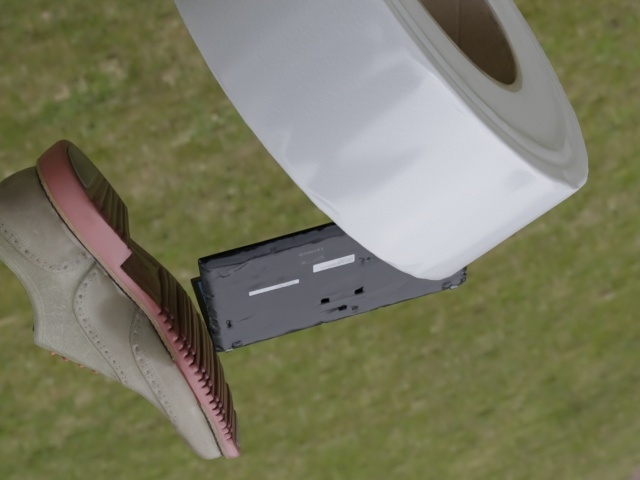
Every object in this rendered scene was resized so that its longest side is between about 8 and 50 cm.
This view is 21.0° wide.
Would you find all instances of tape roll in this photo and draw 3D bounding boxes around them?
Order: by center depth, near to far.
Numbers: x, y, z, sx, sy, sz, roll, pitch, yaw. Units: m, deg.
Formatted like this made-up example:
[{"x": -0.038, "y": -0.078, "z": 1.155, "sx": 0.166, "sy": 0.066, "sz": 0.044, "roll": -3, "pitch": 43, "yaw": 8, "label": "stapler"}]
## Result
[{"x": 0.033, "y": -0.122, "z": 0.992, "sx": 0.100, "sy": 0.286, "sz": 0.286, "roll": -35, "pitch": 154, "yaw": 21, "label": "tape roll"}]

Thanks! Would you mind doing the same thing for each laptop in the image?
[{"x": 0.000, "y": 0.000, "z": 1.527, "sx": 0.234, "sy": 0.136, "sz": 0.264, "roll": -16, "pitch": 152, "yaw": -7, "label": "laptop"}]

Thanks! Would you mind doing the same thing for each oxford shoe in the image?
[{"x": -0.192, "y": 0.075, "z": 1.585, "sx": 0.130, "sy": 0.348, "sz": 0.123, "roll": -29, "pitch": -160, "yaw": 6, "label": "oxford shoe"}]
